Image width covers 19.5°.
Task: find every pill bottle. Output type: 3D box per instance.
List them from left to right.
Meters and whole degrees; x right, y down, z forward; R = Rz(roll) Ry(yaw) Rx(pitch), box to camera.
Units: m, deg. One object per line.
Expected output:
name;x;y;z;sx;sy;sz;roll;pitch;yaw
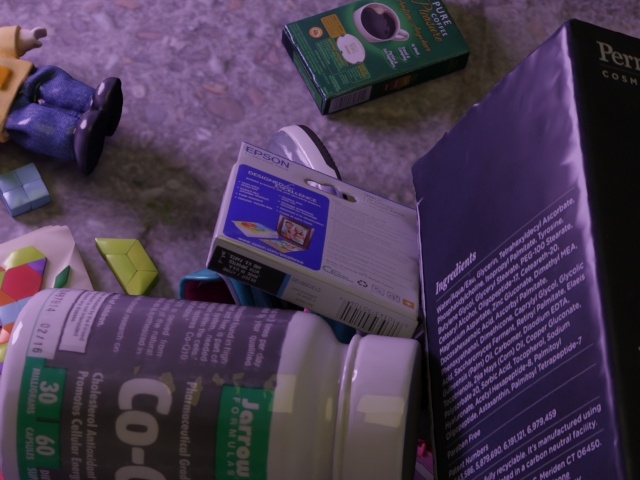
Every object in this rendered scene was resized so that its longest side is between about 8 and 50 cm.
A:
pill bottle;-0.095;0.157;1.705;0.361;0.204;0.204;5;59;8

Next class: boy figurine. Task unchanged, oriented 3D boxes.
boy figurine;-0.353;-0.170;1.987;0.285;0.092;0.177;21;58;8

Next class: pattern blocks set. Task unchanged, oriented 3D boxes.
pattern blocks set;-0.299;0.076;1.889;0.285;0.026;0.325;-32;67;-22

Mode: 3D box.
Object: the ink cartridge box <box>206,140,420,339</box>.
ink cartridge box;0.000;0.000;1.802;0.206;0.045;0.208;22;29;-6

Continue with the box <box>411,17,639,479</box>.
box;0.363;0.118;1.686;0.480;0.297;0.472;13;56;-25

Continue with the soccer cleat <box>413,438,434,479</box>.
soccer cleat;0.105;0.230;1.802;0.248;0.083;0.095;11;74;6

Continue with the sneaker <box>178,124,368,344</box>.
sneaker;-0.060;0.017;1.897;0.178;0.124;0.295;-7;58;-16

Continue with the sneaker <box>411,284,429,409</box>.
sneaker;0.178;0.119;1.879;0.162;0.106;0.281;-31;74;-30

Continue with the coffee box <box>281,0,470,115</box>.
coffee box;0.063;-0.217;2.085;0.184;0.040;0.113;-21;64;-16
